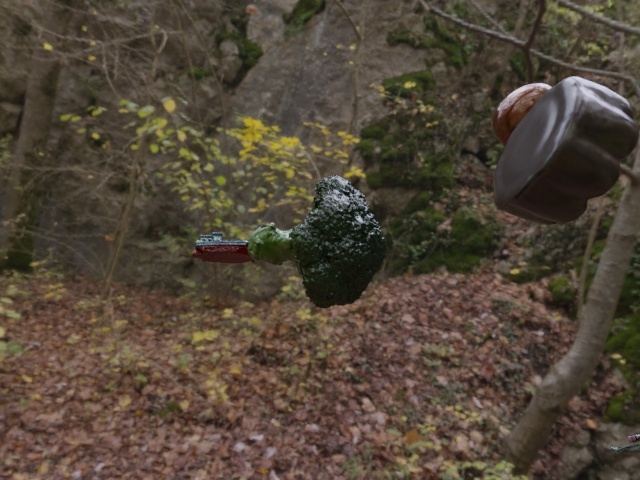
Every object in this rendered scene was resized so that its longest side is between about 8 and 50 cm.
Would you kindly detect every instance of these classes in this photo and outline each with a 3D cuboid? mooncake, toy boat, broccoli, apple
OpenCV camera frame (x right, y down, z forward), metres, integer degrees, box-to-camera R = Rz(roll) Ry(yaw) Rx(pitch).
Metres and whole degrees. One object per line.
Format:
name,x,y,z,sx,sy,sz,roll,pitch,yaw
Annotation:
mooncake,0.488,-0.171,1.087,0.154,0.305,0.306,25,0,-1
toy boat,-0.223,0.017,1.288,0.173,0.058,0.069,3,-29,-18
broccoli,0.000,0.000,1.178,0.298,0.297,0.298,7,-3,20
apple,0.550,-0.308,1.383,0.188,0.188,0.174,17,-41,-40

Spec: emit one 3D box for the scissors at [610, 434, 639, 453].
scissors,0.528,0.295,0.790,0.188,0.019,0.133,-2,-36,-9
